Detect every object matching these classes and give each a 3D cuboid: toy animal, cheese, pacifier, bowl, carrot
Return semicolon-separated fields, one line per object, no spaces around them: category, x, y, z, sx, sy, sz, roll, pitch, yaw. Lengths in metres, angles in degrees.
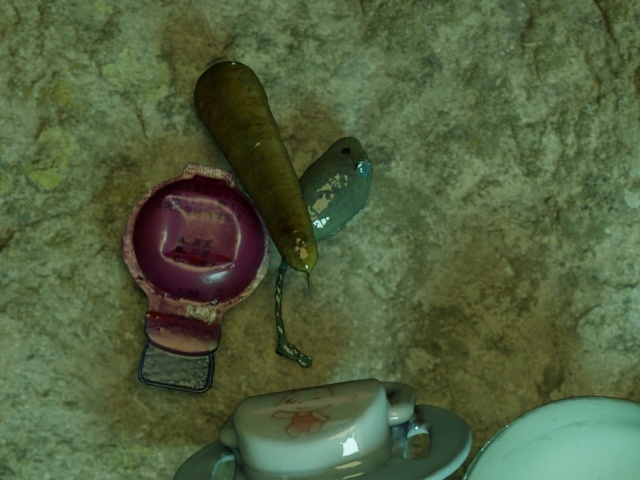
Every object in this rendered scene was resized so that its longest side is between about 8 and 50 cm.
toy animal;-0.008;-0.001;1.595;0.079;0.070;0.253;15;70;14
cheese;-0.130;0.035;1.559;0.155;0.062;0.244;10;69;-7
pacifier;0.007;0.244;1.462;0.287;0.238;0.226;-8;103;4
bowl;0.291;0.296;1.475;0.313;0.146;0.313;2;94;26
carrot;-0.056;-0.063;1.571;0.078;0.078;0.298;-15;57;-16
